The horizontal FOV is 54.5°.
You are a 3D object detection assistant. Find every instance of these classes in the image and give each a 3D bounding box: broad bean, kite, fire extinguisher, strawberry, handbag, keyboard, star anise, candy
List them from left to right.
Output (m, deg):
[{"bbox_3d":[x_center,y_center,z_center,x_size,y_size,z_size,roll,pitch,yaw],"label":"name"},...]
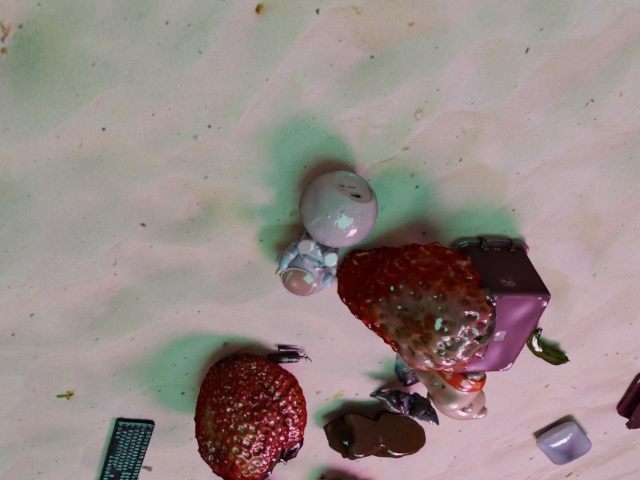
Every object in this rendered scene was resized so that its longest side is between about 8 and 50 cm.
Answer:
[{"bbox_3d":[-0.493,0.553,1.574,0.101,0.018,0.309,11,125,-21],"label":"keyboard"},{"bbox_3d":[-0.172,0.393,1.405,0.239,0.250,0.288,-7,114,36],"label":"strawberry"},{"bbox_3d":[-0.072,0.263,1.442,0.100,0.032,0.046,-2,95,-12],"label":"fire extinguisher"},{"bbox_3d":[0.214,0.410,1.564,0.181,0.061,0.204,17,163,8],"label":"star anise"},{"bbox_3d":[0.173,0.138,1.228,0.336,0.149,0.265,19,126,19],"label":"strawberry"},{"bbox_3d":[0.306,0.302,1.574,0.245,0.015,0.141,-17,132,0],"label":"kite"},{"bbox_3d":[0.587,0.288,1.612,0.061,0.046,0.195,-35,127,18],"label":"broad bean"},{"bbox_3d":[0.753,0.629,1.915,0.138,0.071,0.174,-34,128,14],"label":"candy"},{"bbox_3d":[1.017,0.470,1.853,0.216,0.074,0.203,-5,130,-12],"label":"handbag"}]

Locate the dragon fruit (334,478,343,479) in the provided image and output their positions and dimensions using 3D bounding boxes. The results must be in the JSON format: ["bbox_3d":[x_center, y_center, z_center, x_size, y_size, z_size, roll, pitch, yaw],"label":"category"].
[{"bbox_3d":[0.078,0.813,1.863,0.205,0.152,0.316,-7,118,-32],"label":"dragon fruit"}]

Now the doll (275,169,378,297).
[{"bbox_3d":[0.000,0.000,1.177,0.151,0.150,0.287,11,132,-22],"label":"doll"}]

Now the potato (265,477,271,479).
[{"bbox_3d":[-0.172,0.740,1.751,0.109,0.119,0.178,-25,126,-41],"label":"potato"}]

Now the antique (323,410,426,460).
[{"bbox_3d":[0.132,0.518,1.641,0.257,0.121,0.143,7,154,-22],"label":"antique"}]

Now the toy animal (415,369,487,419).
[{"bbox_3d":[0.323,0.341,1.499,0.171,0.171,0.197,-17,131,0],"label":"toy animal"}]

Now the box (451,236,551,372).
[{"bbox_3d":[0.363,0.151,1.366,0.194,0.167,0.293,1,128,-17],"label":"box"}]
